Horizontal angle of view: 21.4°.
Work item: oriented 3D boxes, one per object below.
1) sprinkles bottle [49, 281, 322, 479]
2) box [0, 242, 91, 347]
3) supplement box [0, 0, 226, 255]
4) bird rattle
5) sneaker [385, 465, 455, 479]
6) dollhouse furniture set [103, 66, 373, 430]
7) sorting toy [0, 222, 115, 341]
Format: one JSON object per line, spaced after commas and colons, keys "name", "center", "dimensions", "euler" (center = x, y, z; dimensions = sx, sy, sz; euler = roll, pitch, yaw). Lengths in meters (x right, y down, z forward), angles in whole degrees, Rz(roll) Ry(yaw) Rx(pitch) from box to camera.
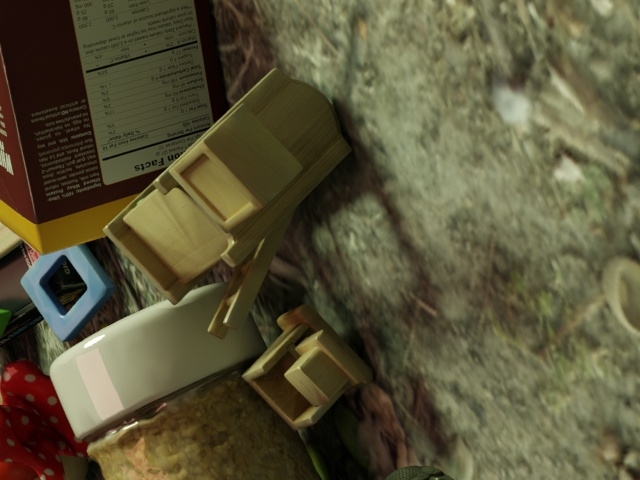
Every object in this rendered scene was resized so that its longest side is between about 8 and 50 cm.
{"name": "sprinkles bottle", "center": [-0.029, 0.205, 0.963], "dimensions": [0.355, 0.121, 0.121], "euler": [64, 155, 5]}
{"name": "box", "center": [-0.285, -0.025, 1.347], "dimensions": [0.175, 0.051, 0.220], "euler": [-30, 77, 30]}
{"name": "supplement box", "center": [-0.160, -0.121, 1.022], "dimensions": [0.191, 0.129, 0.194], "euler": [29, 132, 56]}
{"name": "bird rattle", "center": [-0.278, 0.157, 1.476], "dimensions": [0.253, 0.143, 0.207], "euler": [6, 152, 22]}
{"name": "sneaker", "center": [0.062, 0.194, 0.865], "dimensions": [0.073, 0.063, 0.162], "euler": [-21, 88, 69]}
{"name": "dollhouse furniture set", "center": [0.000, 0.000, 0.863], "dimensions": [0.161, 0.101, 0.182], "euler": [47, 156, -6]}
{"name": "sorting toy", "center": [-0.276, -0.074, 1.279], "dimensions": [0.196, 0.047, 0.348], "euler": [-31, 77, 30]}
